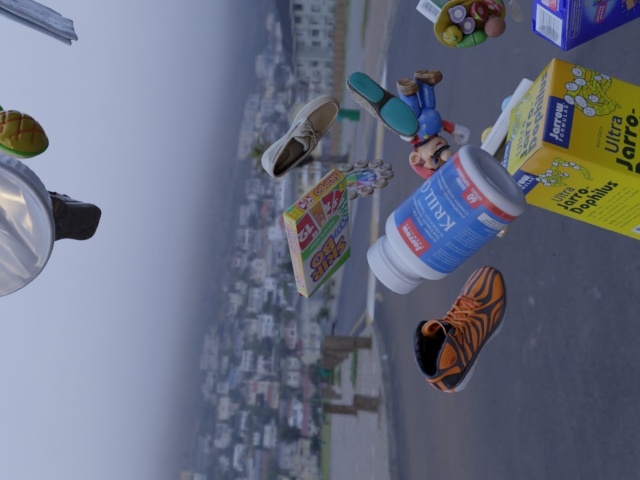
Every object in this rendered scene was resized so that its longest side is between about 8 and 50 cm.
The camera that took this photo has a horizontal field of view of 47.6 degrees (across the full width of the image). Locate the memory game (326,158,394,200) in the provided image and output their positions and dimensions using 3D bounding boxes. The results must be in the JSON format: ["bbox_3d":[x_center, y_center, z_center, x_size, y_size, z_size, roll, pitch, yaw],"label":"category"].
[{"bbox_3d":[0.082,-0.143,1.697,0.186,0.186,0.012,-86,-18,-58],"label":"memory game"}]

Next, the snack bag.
[{"bbox_3d":[-0.738,-0.568,1.701,0.037,0.323,0.342,-62,31,14],"label":"snack bag"}]

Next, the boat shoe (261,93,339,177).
[{"bbox_3d":[-0.048,-0.306,2.162,0.109,0.302,0.098,44,-177,-32],"label":"boat shoe"}]

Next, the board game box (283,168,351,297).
[{"bbox_3d":[0.000,0.000,1.272,0.124,0.039,0.259,-43,-26,-23],"label":"board game box"}]

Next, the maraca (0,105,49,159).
[{"bbox_3d":[-0.710,-0.252,1.652,0.099,0.185,0.127,-56,4,33],"label":"maraca"}]

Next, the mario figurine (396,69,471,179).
[{"bbox_3d":[0.322,-0.307,2.031,0.170,0.198,0.321,-87,-18,-58],"label":"mario figurine"}]

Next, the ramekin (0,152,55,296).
[{"bbox_3d":[-0.607,-0.039,1.295,0.127,0.272,0.273,-109,20,-65],"label":"ramekin"}]

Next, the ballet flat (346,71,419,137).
[{"bbox_3d":[0.141,-0.298,1.625,0.073,0.206,0.067,-41,-13,-10],"label":"ballet flat"}]

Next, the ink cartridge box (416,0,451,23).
[{"bbox_3d":[0.407,-0.679,2.158,0.224,0.181,0.056,-43,-10,-45],"label":"ink cartridge box"}]

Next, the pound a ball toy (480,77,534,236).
[{"bbox_3d":[0.414,-0.178,1.605,0.319,0.135,0.208,-59,-25,12],"label":"pound a ball toy"}]

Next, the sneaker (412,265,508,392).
[{"bbox_3d":[0.323,0.187,1.675,0.180,0.124,0.321,36,-108,-46],"label":"sneaker"}]

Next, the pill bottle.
[{"bbox_3d":[0.172,-0.021,1.039,0.221,0.124,0.124,-46,23,29],"label":"pill bottle"}]

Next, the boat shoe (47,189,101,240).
[{"bbox_3d":[-0.656,-0.064,1.719,0.123,0.116,0.324,-65,-16,1],"label":"boat shoe"}]

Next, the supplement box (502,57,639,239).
[{"bbox_3d":[0.536,-0.153,1.328,0.195,0.356,0.194,116,170,-66],"label":"supplement box"}]

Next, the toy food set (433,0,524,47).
[{"bbox_3d":[0.388,-0.535,1.769,0.071,0.217,0.128,-94,-19,-50],"label":"toy food set"}]

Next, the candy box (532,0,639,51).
[{"bbox_3d":[0.575,-0.555,1.398,0.122,0.317,0.268,57,167,42],"label":"candy box"}]
